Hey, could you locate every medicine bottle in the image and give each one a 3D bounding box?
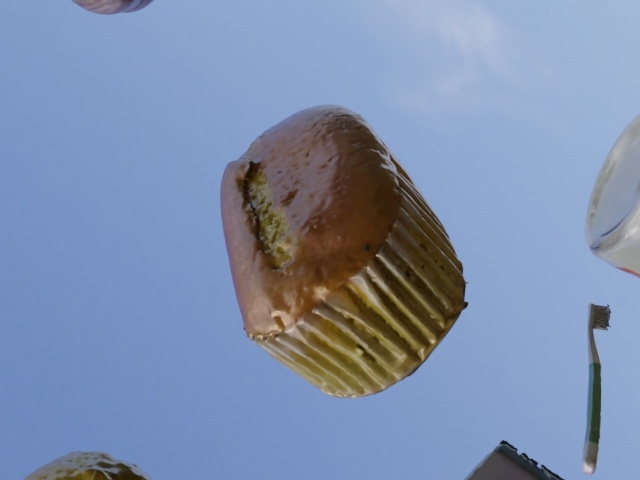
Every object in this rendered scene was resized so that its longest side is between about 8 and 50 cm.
[{"bbox_3d":[0.355,-0.004,1.148,0.252,0.144,0.144,23,-137,-7],"label":"medicine bottle"}]

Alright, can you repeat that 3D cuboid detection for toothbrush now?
[{"bbox_3d":[0.253,0.130,1.296,0.024,0.018,0.257,7,-149,10],"label":"toothbrush"}]

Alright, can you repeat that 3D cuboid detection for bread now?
[{"bbox_3d":[0.000,0.000,1.282,0.156,0.204,0.288,44,-164,-33],"label":"bread"}]

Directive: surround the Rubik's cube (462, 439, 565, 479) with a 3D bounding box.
[{"bbox_3d":[0.199,0.411,1.335,0.387,0.368,0.358,32,-173,40],"label":"Rubik's cube"}]

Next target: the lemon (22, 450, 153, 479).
[{"bbox_3d":[-0.224,0.293,1.314,0.180,0.180,0.193,-38,-56,-50],"label":"lemon"}]

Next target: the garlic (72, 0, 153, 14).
[{"bbox_3d":[-0.183,-0.267,1.211,0.159,0.102,0.147,10,-106,-50],"label":"garlic"}]
